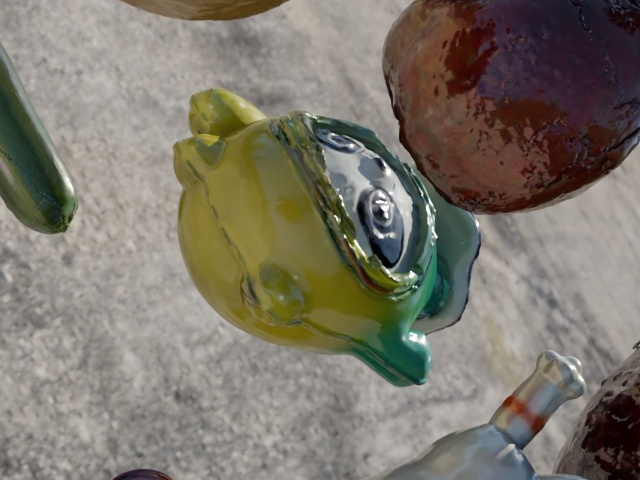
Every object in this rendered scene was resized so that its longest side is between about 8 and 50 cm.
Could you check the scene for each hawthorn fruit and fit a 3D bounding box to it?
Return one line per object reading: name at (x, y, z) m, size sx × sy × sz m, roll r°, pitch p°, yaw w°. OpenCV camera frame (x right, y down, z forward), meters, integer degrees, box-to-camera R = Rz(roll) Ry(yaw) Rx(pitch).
hawthorn fruit at (0.158, -0.116, 0.778) m, size 0.181 × 0.235 × 0.181 m, roll 49°, pitch 22°, yaw -28°

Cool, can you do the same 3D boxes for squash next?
squash at (-0.359, -0.152, 1.258) m, size 0.331 × 0.087 × 0.087 m, roll 62°, pitch 18°, yaw 9°

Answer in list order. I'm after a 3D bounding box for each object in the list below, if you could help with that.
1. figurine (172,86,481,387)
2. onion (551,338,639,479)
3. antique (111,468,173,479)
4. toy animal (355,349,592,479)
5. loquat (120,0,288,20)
figurine at (0.000, 0.000, 1.103) m, size 0.340 × 0.231 × 0.324 m, roll 10°, pitch 47°, yaw -56°
onion at (0.364, 0.186, 0.982) m, size 0.336 × 0.260 × 0.282 m, roll 2°, pitch 29°, yaw -45°
antique at (-0.143, 0.238, 0.916) m, size 0.104 × 0.104 × 0.104 m, roll 51°, pitch 20°, yaw -28°
toy animal at (0.101, 0.211, 0.889) m, size 0.140 × 0.282 × 0.138 m, roll 56°, pitch -17°, yaw 28°
loquat at (-0.050, -0.204, 0.542) m, size 0.208 × 0.208 × 0.208 m, roll 51°, pitch 20°, yaw -28°
